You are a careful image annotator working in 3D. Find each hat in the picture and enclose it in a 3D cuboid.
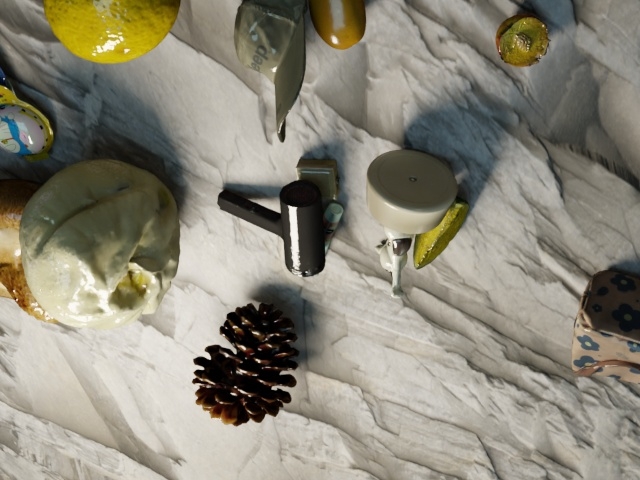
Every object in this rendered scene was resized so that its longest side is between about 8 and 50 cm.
[{"bbox_3d":[-0.100,-0.312,1.785,0.149,0.245,0.214,15,146,-4],"label":"hat"}]

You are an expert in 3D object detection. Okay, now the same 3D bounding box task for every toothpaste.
[{"bbox_3d":[0.000,0.000,2.140,0.056,0.036,0.205,24,135,-1],"label":"toothpaste"}]

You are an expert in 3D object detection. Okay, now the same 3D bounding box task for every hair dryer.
[{"bbox_3d":[-0.107,-0.047,2.077,0.251,0.089,0.197,20,138,22],"label":"hair dryer"}]

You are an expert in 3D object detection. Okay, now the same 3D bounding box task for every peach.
[{"bbox_3d":[0.346,-0.350,1.743,0.098,0.061,0.098,-7,129,-9],"label":"peach"}]

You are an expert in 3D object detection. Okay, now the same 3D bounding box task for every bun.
[{"bbox_3d":[-0.428,0.017,2.055,0.219,0.365,0.365,19,140,42],"label":"bun"}]

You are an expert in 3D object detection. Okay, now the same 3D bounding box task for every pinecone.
[{"bbox_3d":[-0.163,0.268,2.277,0.246,0.246,0.292,18,110,0],"label":"pinecone"}]

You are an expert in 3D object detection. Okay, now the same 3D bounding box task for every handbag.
[{"bbox_3d":[0.630,0.197,2.034,0.251,0.190,0.193,18,137,11],"label":"handbag"}]

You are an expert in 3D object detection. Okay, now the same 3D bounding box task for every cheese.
[{"bbox_3d":[-0.642,-0.260,2.081,0.156,0.064,0.250,-9,128,20],"label":"cheese"}]

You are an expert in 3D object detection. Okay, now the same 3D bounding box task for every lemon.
[{"bbox_3d":[-0.368,-0.424,1.770,0.228,0.228,0.253,42,130,-19],"label":"lemon"}]

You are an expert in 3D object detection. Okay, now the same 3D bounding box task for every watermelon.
[{"bbox_3d":[0.251,-0.023,2.018,0.075,0.092,0.181,17,123,-18],"label":"watermelon"}]

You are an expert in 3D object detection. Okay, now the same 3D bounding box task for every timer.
[{"bbox_3d":[0.156,-0.027,1.994,0.175,0.175,0.266,15,136,3],"label":"timer"}]

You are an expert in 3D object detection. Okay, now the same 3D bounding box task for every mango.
[{"bbox_3d":[0.023,-0.422,1.759,0.102,0.085,0.184,-8,115,30],"label":"mango"}]

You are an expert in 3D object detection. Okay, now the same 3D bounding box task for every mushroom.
[{"bbox_3d":[-0.659,0.003,2.221,0.345,0.239,0.345,0,111,0],"label":"mushroom"}]

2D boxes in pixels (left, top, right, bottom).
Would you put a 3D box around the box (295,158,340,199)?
[{"bbox_3d":[-0.003,-0.123,2.038,0.083,0.035,0.079,3,128,13],"label":"box"}]
